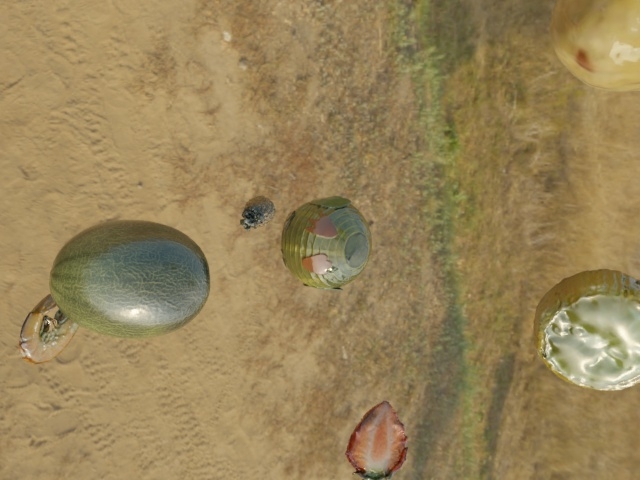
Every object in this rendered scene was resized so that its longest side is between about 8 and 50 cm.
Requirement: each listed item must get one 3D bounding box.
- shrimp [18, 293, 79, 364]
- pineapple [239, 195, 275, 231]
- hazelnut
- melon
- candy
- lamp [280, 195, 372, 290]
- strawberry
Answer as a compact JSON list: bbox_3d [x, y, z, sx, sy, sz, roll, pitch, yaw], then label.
[{"bbox_3d":[-0.600,0.170,1.365,0.150,0.067,0.249,84,28,-51],"label":"shrimp"},{"bbox_3d":[-0.211,-0.079,1.890,0.198,0.108,0.108,-57,146,-69],"label":"pineapple"},{"bbox_3d":[0.452,-0.332,0.827,0.261,0.261,0.241,-21,72,-47],"label":"hazelnut"},{"bbox_3d":[-0.374,0.077,1.177,0.301,0.237,0.238,4,96,-22],"label":"melon"},{"bbox_3d":[0.561,0.182,1.192,0.118,0.259,0.260,-56,141,-56],"label":"candy"},{"bbox_3d":[0.000,0.000,1.577,0.250,0.284,0.251,-11,107,-39],"label":"lamp"},{"bbox_3d":[0.123,0.456,1.355,0.146,0.082,0.187,13,84,-25],"label":"strawberry"}]
